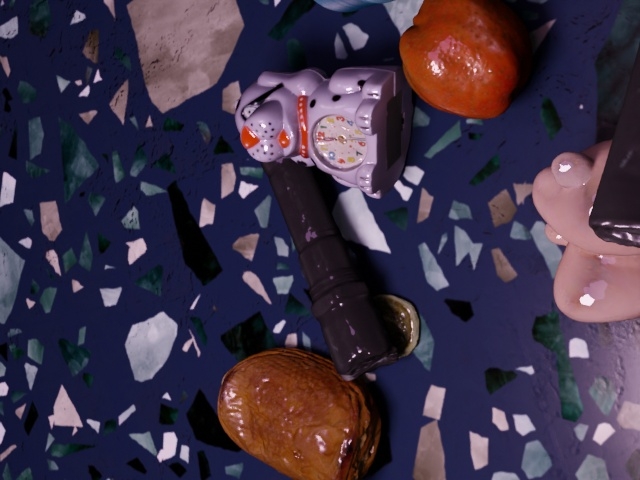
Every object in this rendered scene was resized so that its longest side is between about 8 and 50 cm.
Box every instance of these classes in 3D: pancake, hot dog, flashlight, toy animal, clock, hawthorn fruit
[{"bbox_3d":[0.101,0.127,2.033,0.108,0.017,0.108,5,98,36],"label":"pancake"},{"bbox_3d":[-0.031,0.271,2.072,0.272,0.122,0.196,20,101,38],"label":"hot dog"},{"bbox_3d":[0.000,0.000,2.046,0.103,0.103,0.424,-33,68,32],"label":"flashlight"},{"bbox_3d":[0.372,-0.006,1.721,0.229,0.210,0.221,131,130,-65],"label":"toy animal"},{"bbox_3d":[-0.011,-0.173,1.970,0.254,0.189,0.188,10,98,16],"label":"clock"},{"bbox_3d":[0.197,-0.248,1.860,0.189,0.189,0.189,1,92,36],"label":"hawthorn fruit"}]

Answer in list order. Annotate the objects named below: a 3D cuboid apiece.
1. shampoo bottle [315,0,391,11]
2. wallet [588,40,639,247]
[{"bbox_3d":[0.138,-0.498,1.795,0.343,0.331,0.331,-11,85,34],"label":"shampoo bottle"},{"bbox_3d":[0.466,-0.171,1.600,0.228,0.062,0.406,6,63,28],"label":"wallet"}]
